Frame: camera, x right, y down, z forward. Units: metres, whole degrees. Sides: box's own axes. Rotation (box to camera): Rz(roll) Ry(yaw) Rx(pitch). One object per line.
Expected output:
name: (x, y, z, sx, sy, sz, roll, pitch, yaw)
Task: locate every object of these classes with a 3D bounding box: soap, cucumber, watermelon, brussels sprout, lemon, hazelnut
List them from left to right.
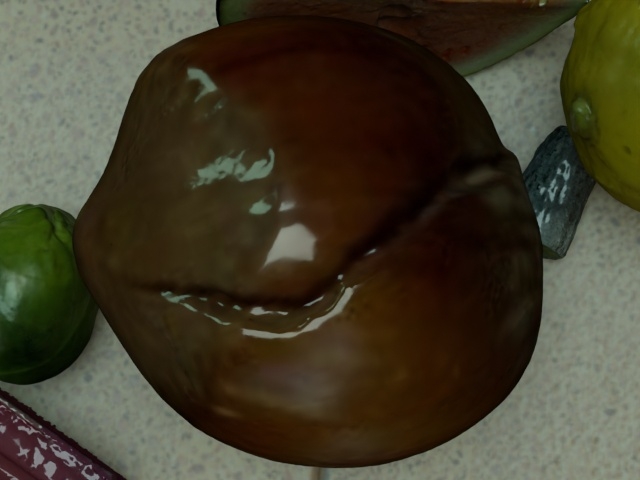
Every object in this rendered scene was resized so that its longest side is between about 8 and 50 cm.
soap: (-0.298, 0.202, 1.056, 0.250, 0.099, 0.162, 35, 88, 7)
brussels sprout: (-0.249, 0.044, 1.049, 0.117, 0.155, 0.155, -6, 84, 5)
hazelnut: (0.000, 0.000, 0.958, 0.372, 0.315, 0.372, 5, 76, -20)
watermelon: (0.052, -0.220, 1.049, 0.303, 0.159, 0.128, 2, 72, -14)
cucumber: (0.200, -0.042, 1.066, 0.064, 0.064, 0.112, 25, 84, 6)
lemon: (0.321, -0.129, 0.977, 0.288, 0.233, 0.234, -22, 82, -15)
